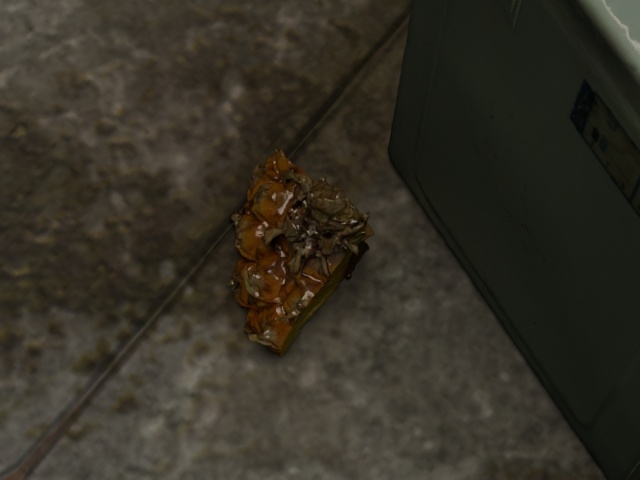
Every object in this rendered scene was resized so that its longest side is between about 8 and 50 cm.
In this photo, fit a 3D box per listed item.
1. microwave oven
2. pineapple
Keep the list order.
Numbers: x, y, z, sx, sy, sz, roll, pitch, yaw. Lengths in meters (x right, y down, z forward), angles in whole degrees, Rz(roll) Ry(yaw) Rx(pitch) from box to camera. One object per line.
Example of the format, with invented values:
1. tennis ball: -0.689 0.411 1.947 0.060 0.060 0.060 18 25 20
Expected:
1. microwave oven: 0.194 -0.061 0.890 0.218 0.355 0.286 -29 72 -11
2. pineapple: 0.000 0.000 1.004 0.077 0.114 0.114 11 73 -17
